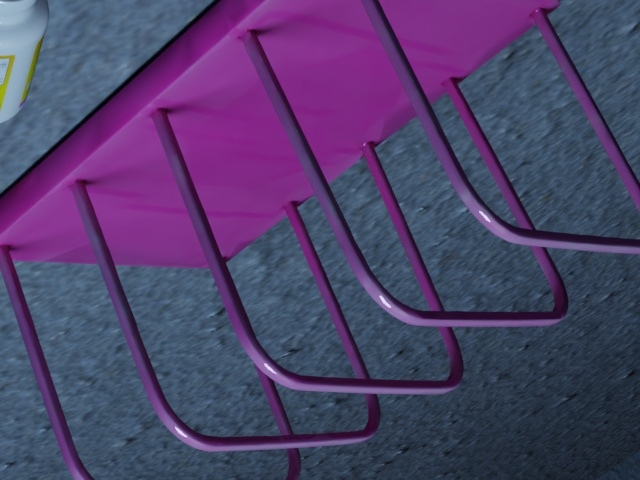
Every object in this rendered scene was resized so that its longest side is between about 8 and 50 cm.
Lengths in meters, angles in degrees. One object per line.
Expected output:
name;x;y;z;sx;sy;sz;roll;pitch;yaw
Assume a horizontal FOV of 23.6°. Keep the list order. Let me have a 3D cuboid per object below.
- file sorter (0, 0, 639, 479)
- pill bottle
file sorter;0.000;0.000;0.812;0.290;0.182;0.202;-37;156;30
pill bottle;-0.138;-0.087;0.641;0.043;0.043;0.083;-14;157;-27
